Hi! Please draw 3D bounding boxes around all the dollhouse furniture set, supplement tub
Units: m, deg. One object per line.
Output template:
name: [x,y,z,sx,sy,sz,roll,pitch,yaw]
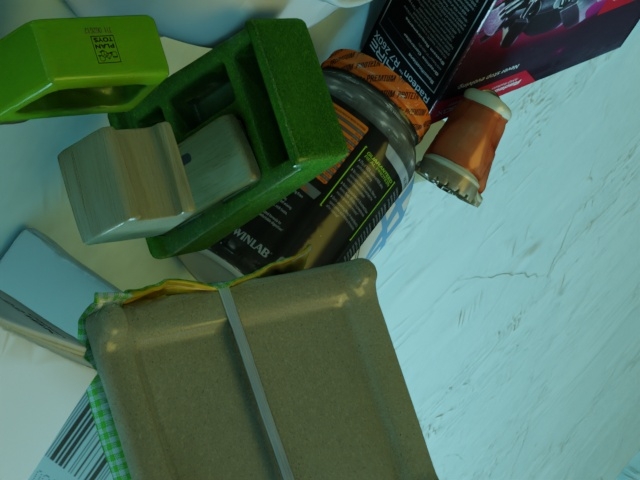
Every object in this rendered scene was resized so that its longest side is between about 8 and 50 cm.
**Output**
dollhouse furniture set: [-0.079,0.045,0.886,0.198,0.301,0.151,-10,168,-43]
supplement tub: [-0.010,-0.039,1.189,0.190,0.117,0.117,-52,157,-16]

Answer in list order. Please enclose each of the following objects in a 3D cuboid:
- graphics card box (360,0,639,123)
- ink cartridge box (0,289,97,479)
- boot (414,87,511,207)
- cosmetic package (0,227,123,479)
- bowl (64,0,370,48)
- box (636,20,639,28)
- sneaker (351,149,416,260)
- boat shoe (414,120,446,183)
graphics card box: [0.192,-0.250,1.195,0.233,0.094,0.371,-23,156,-32]
ink cartridge box: [-0.263,0.109,0.740,0.272,0.197,0.114,-57,158,-5]
boot: [0.114,-0.073,1.263,0.084,0.059,0.158,-62,179,0]
cosmetic package: [-0.097,0.164,1.137,0.156,0.217,0.385,-55,159,-9]
bowl: [-0.010,-0.223,0.940,0.298,0.134,0.298,-46,155,-29]
box: [0.443,-0.283,1.745,0.119,0.181,0.181,-21,137,-57]
sneaker: [0.000,0.000,1.293,0.237,0.085,0.086,-54,176,-10]
boat shoe: [0.063,-0.062,1.416,0.133,0.042,0.049,-46,129,-30]
